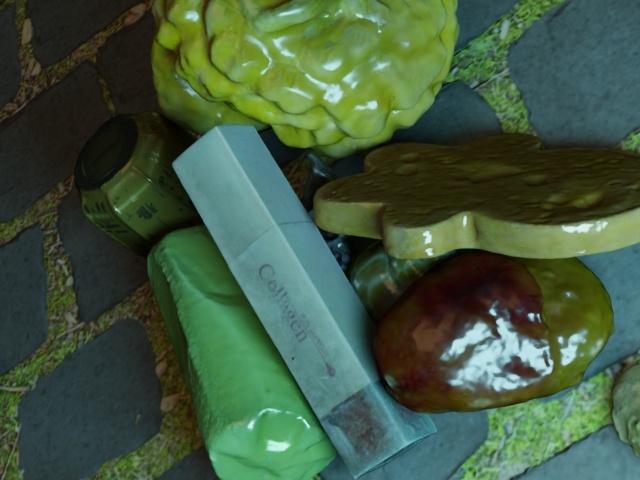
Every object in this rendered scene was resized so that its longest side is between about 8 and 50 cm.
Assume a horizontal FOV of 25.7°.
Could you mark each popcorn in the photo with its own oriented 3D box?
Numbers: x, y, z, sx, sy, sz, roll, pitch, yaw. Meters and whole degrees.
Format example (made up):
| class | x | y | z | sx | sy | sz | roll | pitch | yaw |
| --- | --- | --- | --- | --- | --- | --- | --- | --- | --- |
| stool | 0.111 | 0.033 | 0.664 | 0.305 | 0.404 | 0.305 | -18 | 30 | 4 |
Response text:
| class | x | y | z | sx | sy | sz | roll | pitch | yaw |
| --- | --- | --- | --- | --- | --- | --- | --- | --- | --- |
| popcorn | -0.030 | -0.231 | 1.606 | 0.381 | 0.349 | 0.349 | 125 | 153 | -52 |

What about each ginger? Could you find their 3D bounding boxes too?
| class | x | y | z | sx | sy | sz | roll | pitch | yaw |
| --- | --- | --- | --- | --- | --- | --- | --- | --- | --- |
| ginger | 0.309 | 0.173 | 1.218 | 0.069 | 0.051 | 0.173 | -51 | 47 | 7 |

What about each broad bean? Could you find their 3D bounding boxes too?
| class | x | y | z | sx | sy | sz | roll | pitch | yaw |
| --- | --- | --- | --- | --- | --- | --- | --- | --- | --- |
| broad bean | 0.162 | 0.085 | 1.321 | 0.229 | 0.122 | 0.156 | -17 | 47 | 8 |

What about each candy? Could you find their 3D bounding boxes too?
| class | x | y | z | sx | sy | sz | roll | pitch | yaw |
| --- | --- | --- | --- | --- | --- | --- | --- | --- | --- |
| candy | -0.088 | 0.119 | 1.507 | 0.142 | 0.132 | 0.343 | -28 | 43 | 0 |

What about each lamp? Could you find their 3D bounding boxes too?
| class | x | y | z | sx | sy | sz | roll | pitch | yaw |
| --- | --- | --- | --- | --- | --- | --- | --- | --- | --- |
| lamp | -0.194 | -0.060 | 1.688 | 0.161 | 0.185 | 0.161 | -22 | 49 | 28 |

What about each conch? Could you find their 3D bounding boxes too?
| class | x | y | z | sx | sy | sz | roll | pitch | yaw |
| --- | --- | --- | --- | --- | --- | --- | --- | --- | --- |
| conch | 0.084 | 0.042 | 1.455 | 0.116 | 0.106 | 0.173 | -37 | 28 | -5 |

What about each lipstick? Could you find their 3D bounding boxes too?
| class | x | y | z | sx | sy | sz | roll | pitch | yaw |
| --- | --- | --- | --- | --- | --- | --- | --- | --- | --- |
| lipstick | -0.019 | 0.055 | 1.406 | 0.076 | 0.080 | 0.371 | -38 | 77 | 26 |

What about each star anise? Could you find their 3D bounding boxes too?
| class | x | y | z | sx | sy | sz | roll | pitch | yaw |
| --- | --- | --- | --- | --- | --- | --- | --- | --- | --- |
| star anise | 0.000 | 0.000 | 1.542 | 0.204 | 0.061 | 0.180 | -119 | 40 | -78 |

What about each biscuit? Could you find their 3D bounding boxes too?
| class | x | y | z | sx | sy | sz | roll | pitch | yaw |
| --- | --- | --- | --- | --- | --- | --- | --- | --- | --- |
| biscuit | 0.174 | -0.040 | 1.381 | 0.355 | 0.052 | 0.275 | 5 | 26 | 28 |
